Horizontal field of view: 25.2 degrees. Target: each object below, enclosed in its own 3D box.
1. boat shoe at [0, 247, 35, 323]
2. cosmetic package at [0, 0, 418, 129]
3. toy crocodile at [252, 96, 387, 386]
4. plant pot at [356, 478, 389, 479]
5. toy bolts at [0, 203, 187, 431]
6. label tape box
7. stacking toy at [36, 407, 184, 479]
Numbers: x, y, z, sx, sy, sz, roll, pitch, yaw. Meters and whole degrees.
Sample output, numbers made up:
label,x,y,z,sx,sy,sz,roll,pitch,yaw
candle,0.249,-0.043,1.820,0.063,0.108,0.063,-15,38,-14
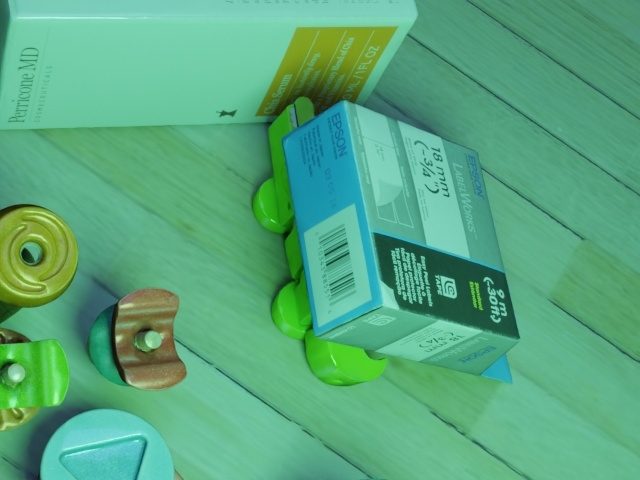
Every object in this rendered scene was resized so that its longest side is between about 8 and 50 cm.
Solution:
label,x,y,z,sx,sy,sz,roll,pitch,yaw
boat shoe,-0.435,0.078,1.440,0.302,0.109,0.098,-32,37,-29
cosmetic package,-0.146,-0.253,1.633,0.453,0.230,0.161,-3,65,-19
toy crocodile,0.000,0.000,1.613,0.105,0.115,0.340,0,65,-25
plant pot,0.038,0.407,1.310,0.235,0.293,0.293,53,56,-18
toy bolts,-0.261,0.081,1.440,0.228,0.158,0.218,2,82,-25
label tape box,0.124,0.009,1.568,0.333,0.106,0.241,16,55,-43
stacking toy,-0.201,0.326,1.357,0.279,0.130,0.309,35,58,2
